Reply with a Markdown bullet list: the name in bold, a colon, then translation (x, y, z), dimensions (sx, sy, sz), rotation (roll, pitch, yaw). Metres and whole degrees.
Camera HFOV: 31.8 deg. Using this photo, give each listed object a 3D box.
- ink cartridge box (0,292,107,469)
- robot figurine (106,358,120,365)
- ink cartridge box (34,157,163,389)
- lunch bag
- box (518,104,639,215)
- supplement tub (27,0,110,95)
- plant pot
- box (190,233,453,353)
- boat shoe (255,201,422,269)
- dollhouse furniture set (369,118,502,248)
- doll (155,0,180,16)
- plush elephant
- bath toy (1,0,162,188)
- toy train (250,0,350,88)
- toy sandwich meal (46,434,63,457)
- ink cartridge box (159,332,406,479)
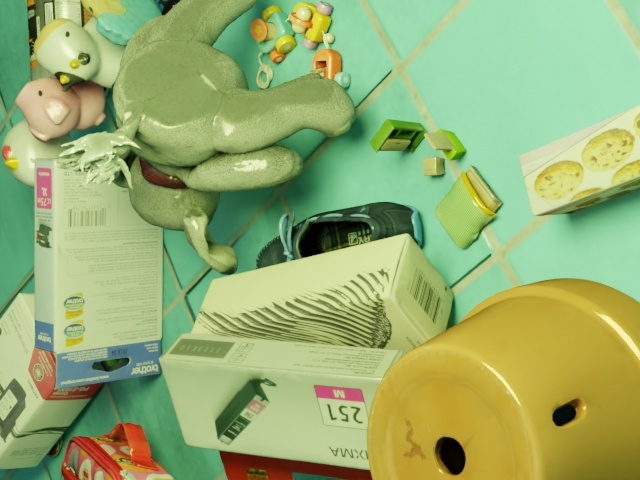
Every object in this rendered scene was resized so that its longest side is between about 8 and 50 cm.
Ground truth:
- **ink cartridge box**: translation (-0.462, 0.224, 1.773), dimensions (0.237, 0.100, 0.172), rotation (-49, 58, 25)
- **robot figurine**: translation (-0.330, 0.138, 1.677), dimensions (0.101, 0.067, 0.115), rotation (49, 130, -5)
- **ink cartridge box**: translation (-0.305, 0.040, 1.560), dimensions (0.065, 0.186, 0.311), rotation (3, 95, 43)
- **lunch bag**: translation (-0.285, 0.384, 1.564), dimensions (0.293, 0.120, 0.258), rotation (8, 89, 64)
- **box**: translation (0.321, -0.098, 0.987), dimensions (0.324, 0.063, 0.067), rotation (-22, 78, 45)
- **supplement tub**: translation (-0.372, -0.305, 1.662), dimensions (0.117, 0.117, 0.190), rotation (-3, 90, 46)
- **plant pot**: translation (0.183, 0.187, 1.048), dimensions (0.291, 0.203, 0.290), rotation (4, 96, 45)
- **box**: translation (-0.001, 0.083, 1.243), dimensions (0.275, 0.113, 0.094), rotation (-16, 39, 34)
- **boat shoe**: translation (0.000, 0.000, 1.309), dimensions (0.258, 0.089, 0.109), rotation (-27, 73, 44)
- **dollhouse furniture set**: translation (0.121, -0.067, 1.201), dimensions (0.076, 0.059, 0.151), rotation (-53, 56, 34)
- **doll**: translation (-0.214, -0.284, 1.548), dimensions (0.129, 0.046, 0.189), rotation (36, 115, 44)
- **plush elephant**: translation (-0.146, -0.113, 1.338), dimensions (0.272, 0.330, 0.255), rotation (47, 161, 18)
- **bath toy**: translation (-0.344, -0.193, 1.537), dimensions (0.348, 0.151, 0.129), rotation (-49, 40, 36)
- **toy train**: translation (-0.035, -0.228, 1.364), dimensions (0.166, 0.046, 0.125), rotation (12, 100, 45)
- **toy sandwich meal**: translation (-0.453, 0.316, 1.843), dimensions (0.086, 0.029, 0.085), rotation (3, 95, 46)
- **ink cartridge box**: translation (-0.022, 0.220, 1.235), dimensions (0.275, 0.060, 0.238), rotation (2, 121, 26)
